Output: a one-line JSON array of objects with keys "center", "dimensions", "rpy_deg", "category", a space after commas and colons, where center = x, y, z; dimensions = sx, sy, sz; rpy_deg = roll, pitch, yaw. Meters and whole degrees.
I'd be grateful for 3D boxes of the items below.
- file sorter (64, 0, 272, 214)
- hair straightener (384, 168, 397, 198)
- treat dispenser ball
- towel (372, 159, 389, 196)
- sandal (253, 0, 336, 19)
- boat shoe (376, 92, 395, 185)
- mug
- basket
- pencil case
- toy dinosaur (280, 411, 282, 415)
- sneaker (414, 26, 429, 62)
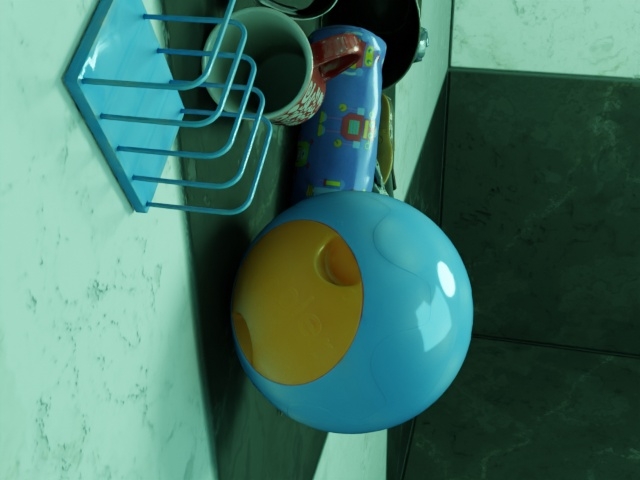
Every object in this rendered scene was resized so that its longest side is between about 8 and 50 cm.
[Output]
[{"center": [-0.110, -0.112, 0.702], "dimensions": [0.170, 0.105, 0.118], "rpy_deg": [77, 23, -57], "category": "file sorter"}, {"center": [0.140, -0.173, 1.947], "dimensions": [0.230, 0.047, 0.089], "rpy_deg": [84, 17, -44], "category": "hair straightener"}, {"center": [0.037, 0.084, 1.037], "dimensions": [0.288, 0.288, 0.288], "rpy_deg": [6, 90, -78], "category": "treat dispenser ball"}, {"center": [0.086, -0.068, 1.480], "dimensions": [0.324, 0.056, 0.312], "rpy_deg": [78, -1, -53], "category": "towel"}, {"center": [-0.027, -0.262, 0.876], "dimensions": [0.265, 0.102, 0.076], "rpy_deg": [-144, -135, -81], "category": "sandal"}, {"center": [0.121, -0.197, 1.788], "dimensions": [0.073, 0.073, 0.206], "rpy_deg": [23, 74, -75], "category": "boat shoe"}, {"center": [-0.034, -0.172, 0.939], "dimensions": [0.169, 0.150, 0.113], "rpy_deg": [-9, 112, -82], "category": "mug"}, {"center": [0.095, -0.377, 1.418], "dimensions": [0.227, 0.154, 0.204], "rpy_deg": [-71, 164, -57], "category": "basket"}, {"center": [0.022, -0.156, 1.259], "dimensions": [0.133, 0.119, 0.305], "rpy_deg": [4, -92, 62], "category": "pencil case"}, {"center": [0.030, 0.177, 1.437], "dimensions": [0.313, 0.121, 0.160], "rpy_deg": [-62, -168, -27], "category": "toy dinosaur"}, {"center": [0.138, -0.378, 1.662], "dimensions": [0.300, 0.121, 0.111], "rpy_deg": [-61, 154, -60], "category": "sneaker"}]
